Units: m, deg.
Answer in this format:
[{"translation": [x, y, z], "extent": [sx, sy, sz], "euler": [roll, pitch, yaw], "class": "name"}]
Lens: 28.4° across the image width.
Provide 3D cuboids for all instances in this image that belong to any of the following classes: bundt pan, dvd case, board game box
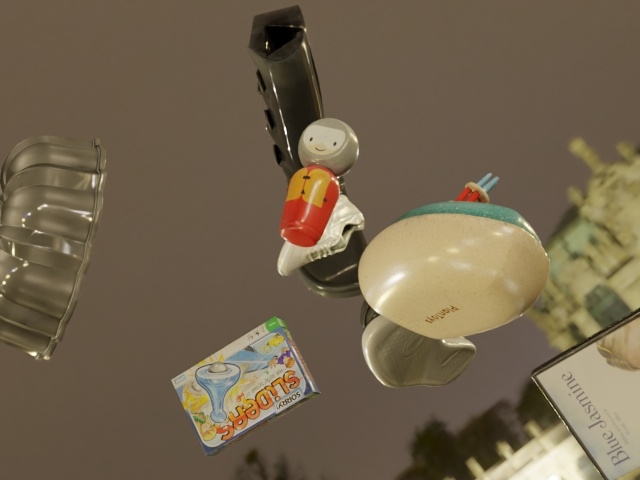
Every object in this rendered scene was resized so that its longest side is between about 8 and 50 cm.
[{"translation": [-0.413, -0.002, 1.797], "extent": [0.124, 0.330, 0.331], "euler": [16, -46, -22], "class": "bundt pan"}, {"translation": [0.421, 0.185, 1.626], "extent": [0.253, 0.180, 0.022], "euler": [-36, -1, 29], "class": "dvd case"}, {"translation": [-0.117, 0.226, 1.954], "extent": [0.201, 0.136, 0.035], "euler": [-33, -20, 11], "class": "board game box"}]

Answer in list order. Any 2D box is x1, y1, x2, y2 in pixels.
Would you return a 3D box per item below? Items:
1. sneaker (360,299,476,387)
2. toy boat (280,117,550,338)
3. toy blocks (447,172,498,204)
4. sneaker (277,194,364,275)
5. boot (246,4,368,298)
[{"translation": [0.094, 0.117, 1.709], "extent": [0.104, 0.147, 0.296], "euler": [-54, -28, 8], "class": "sneaker"}, {"translation": [0.104, -0.012, 1.422], "extent": [0.267, 0.318, 0.148], "euler": [-29, 38, 58], "class": "toy boat"}, {"translation": [0.273, -0.034, 2.177], "extent": [0.148, 0.123, 0.054], "euler": [-43, 9, -18], "class": "toy blocks"}, {"translation": [0.000, 0.000, 1.851], "extent": [0.152, 0.061, 0.053], "euler": [-44, -27, -10], "class": "sneaker"}, {"translation": [-0.017, -0.162, 2.320], "extent": [0.146, 0.367, 0.445], "euler": [-15, -54, -9], "class": "boot"}]
